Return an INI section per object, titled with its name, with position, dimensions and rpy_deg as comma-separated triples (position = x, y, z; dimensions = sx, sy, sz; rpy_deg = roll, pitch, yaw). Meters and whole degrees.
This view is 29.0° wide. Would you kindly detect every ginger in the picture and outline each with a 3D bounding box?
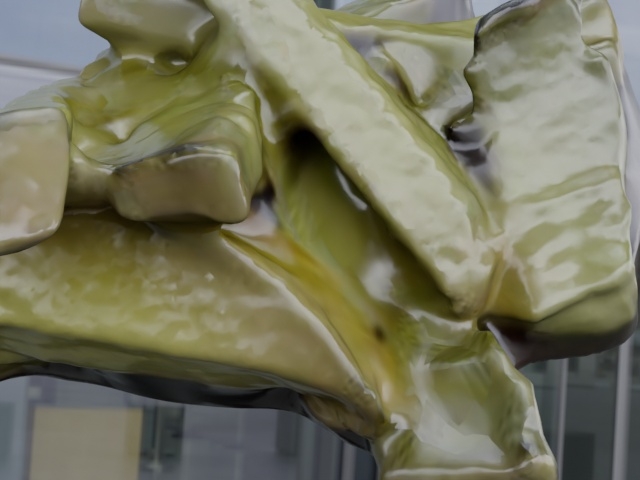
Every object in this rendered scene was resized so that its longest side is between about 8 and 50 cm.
[ginger]
position = -0.004, -0.059, 0.611
dimensions = 0.358, 0.211, 0.413
rpy_deg = 22, 53, 34
